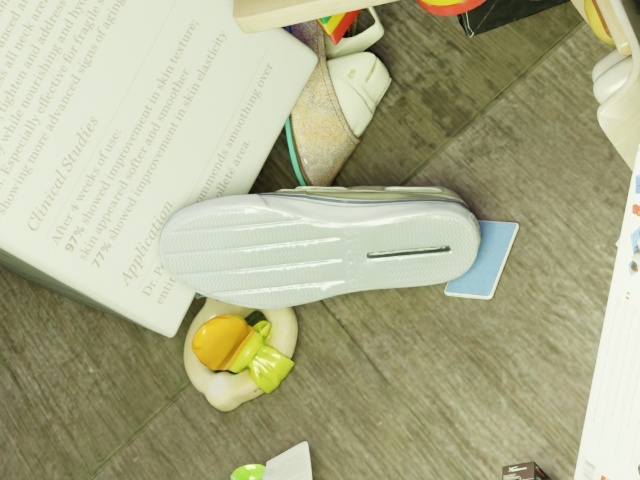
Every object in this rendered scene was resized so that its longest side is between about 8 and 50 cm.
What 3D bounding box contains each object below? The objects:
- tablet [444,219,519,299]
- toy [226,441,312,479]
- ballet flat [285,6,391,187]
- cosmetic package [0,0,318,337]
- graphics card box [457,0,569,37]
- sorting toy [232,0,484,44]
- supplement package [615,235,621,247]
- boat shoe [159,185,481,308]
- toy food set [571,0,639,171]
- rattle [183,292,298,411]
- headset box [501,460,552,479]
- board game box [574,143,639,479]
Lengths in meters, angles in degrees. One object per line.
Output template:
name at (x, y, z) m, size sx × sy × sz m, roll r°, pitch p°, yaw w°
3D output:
tablet at (0.153, 0.018, 1.855) m, size 0.054 × 0.006 × 0.083 m, roll 5°, pitch 61°, yaw 37°
toy at (-0.050, 0.305, 1.750) m, size 0.137 × 0.056 × 0.237 m, roll -28°, pitch 42°, yaw 20°
ballet flat at (0.016, -0.188, 2.037) m, size 0.106 × 0.107 × 0.316 m, roll -17°, pitch 51°, yaw 15°
cosmetic package at (-0.289, -0.153, 1.941) m, size 0.327 × 0.393 × 0.329 m, roll 16°, pitch 76°, yaw 58°
graphics card box at (0.200, -0.390, 2.027) m, size 0.232 × 0.094 × 0.371 m, roll -20°, pitch 46°, yaw 1°
sorting toy at (0.060, -0.303, 1.891) m, size 0.257 × 0.089 × 0.255 m, roll -10°, pitch 51°, yaw 19°
supplement package at (0.389, -0.036, 1.638) m, size 0.139 × 0.134 × 0.244 m, roll 30°, pitch 79°, yaw 44°
boat shoe at (0.000, 0.000, 1.860) m, size 0.302 × 0.109 × 0.094 m, roll 0°, pitch 20°, yaw 0°
toy food set at (0.257, -0.161, 1.762) m, size 0.092 × 0.220 × 0.306 m, roll -28°, pitch 47°, yaw 16°
rattle at (-0.112, 0.058, 1.921) m, size 0.130 × 0.142 × 0.200 m, roll -40°, pitch 48°, yaw 30°
headset box at (0.176, 0.236, 1.637) m, size 0.032 × 0.062 × 0.083 m, roll -13°, pitch 53°, yaw 28°
board game box at (0.303, 0.096, 1.525) m, size 0.193 × 0.053 × 0.305 m, roll 32°, pitch 123°, yaw 44°
